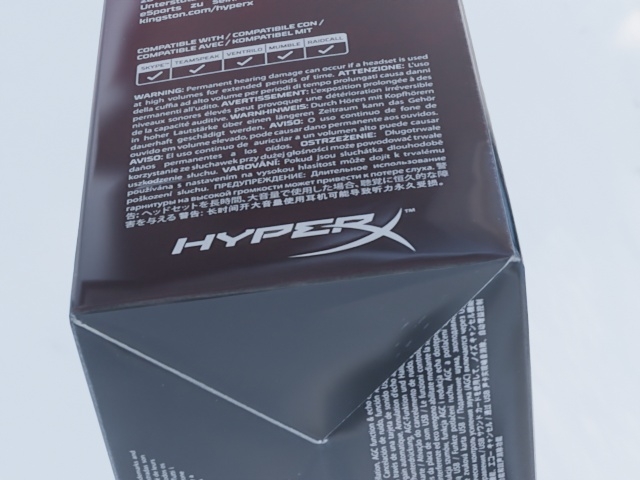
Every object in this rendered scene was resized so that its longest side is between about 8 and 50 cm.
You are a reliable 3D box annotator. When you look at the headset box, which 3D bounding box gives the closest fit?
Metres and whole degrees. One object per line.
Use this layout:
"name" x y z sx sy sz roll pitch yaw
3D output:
"headset box" 0.000 0.000 0.548 0.293 0.110 0.218 -94 176 -50
